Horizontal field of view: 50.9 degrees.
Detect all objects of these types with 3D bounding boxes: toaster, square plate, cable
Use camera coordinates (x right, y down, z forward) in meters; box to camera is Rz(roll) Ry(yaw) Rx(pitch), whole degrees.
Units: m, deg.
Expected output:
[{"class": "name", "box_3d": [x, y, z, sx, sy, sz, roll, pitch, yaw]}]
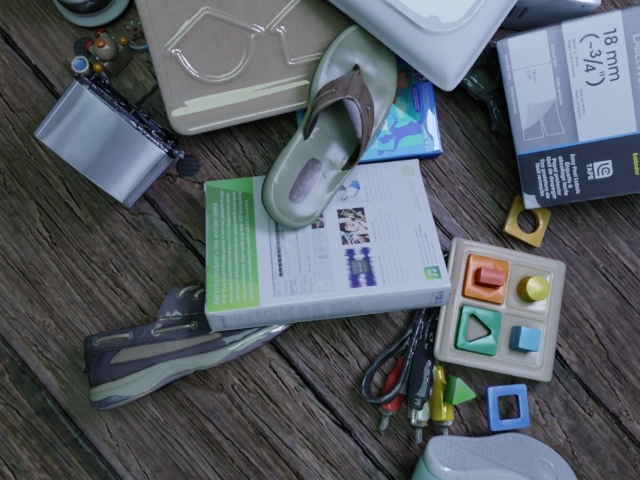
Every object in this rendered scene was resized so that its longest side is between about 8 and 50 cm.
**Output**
[{"class": "toaster", "box_3d": [-0.288, -0.143, 0.941, 0.168, 0.185, 0.110, 39, 93, -17]}, {"class": "square plate", "box_3d": [0.139, -0.430, 0.853, 0.344, 0.049, 0.347, 36, 97, -5]}, {"class": "cable", "box_3d": [0.147, 0.152, 1.004, 0.139, 0.072, 0.287, 9, 73, 18]}]

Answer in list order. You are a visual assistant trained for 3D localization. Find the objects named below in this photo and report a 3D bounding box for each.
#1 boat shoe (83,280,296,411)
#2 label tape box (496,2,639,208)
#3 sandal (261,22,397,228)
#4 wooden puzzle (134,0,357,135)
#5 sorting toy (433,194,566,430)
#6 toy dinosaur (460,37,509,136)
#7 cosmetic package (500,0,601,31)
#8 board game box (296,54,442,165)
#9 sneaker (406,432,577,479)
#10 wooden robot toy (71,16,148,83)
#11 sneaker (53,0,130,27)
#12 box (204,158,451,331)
[{"class": "boat shoe", "box_3d": [-0.180, 0.122, 0.958, 0.355, 0.132, 0.130, -23, 86, -2]}, {"class": "label tape box", "box_3d": [0.426, -0.193, 0.902, 0.334, 0.106, 0.240, -9, 104, 22]}, {"class": "sandal", "box_3d": [0.026, -0.151, 0.901, 0.120, 0.086, 0.302, 27, 81, -16]}, {"class": "wooden puzzle", "box_3d": [-0.093, -0.350, 0.932, 0.322, 0.080, 0.347, -15, 107, -7]}, {"class": "sorting toy", "box_3d": [0.267, 0.097, 0.966, 0.196, 0.047, 0.347, 13, 80, -12]}, {"class": "toy dinosaur", "box_3d": [0.214, -0.277, 1.001, 0.268, 0.064, 0.118, 41, 56, -11]}, {"class": "cosmetic package", "box_3d": [0.293, -0.444, 0.990, 0.224, 0.138, 0.224, 10, 87, 1]}, {"class": "board game box", "box_3d": [0.067, -0.193, 1.019, 0.210, 0.047, 0.160, -6, 86, 0]}, {"class": "sneaker", "box_3d": [0.236, 0.357, 0.971, 0.256, 0.094, 0.151, 12, 124, -18]}, {"class": "wooden robot toy", "box_3d": [-0.333, -0.284, 1.015, 0.076, 0.079, 0.173, 41, 87, 3]}, {"class": "sneaker", "box_3d": [-0.419, -0.549, 0.946, 0.169, 0.257, 0.447, -27, 86, -1]}, {"class": "box", "box_3d": [0.000, 0.000, 0.943, 0.322, 0.058, 0.232, -5, 53, -2]}]
